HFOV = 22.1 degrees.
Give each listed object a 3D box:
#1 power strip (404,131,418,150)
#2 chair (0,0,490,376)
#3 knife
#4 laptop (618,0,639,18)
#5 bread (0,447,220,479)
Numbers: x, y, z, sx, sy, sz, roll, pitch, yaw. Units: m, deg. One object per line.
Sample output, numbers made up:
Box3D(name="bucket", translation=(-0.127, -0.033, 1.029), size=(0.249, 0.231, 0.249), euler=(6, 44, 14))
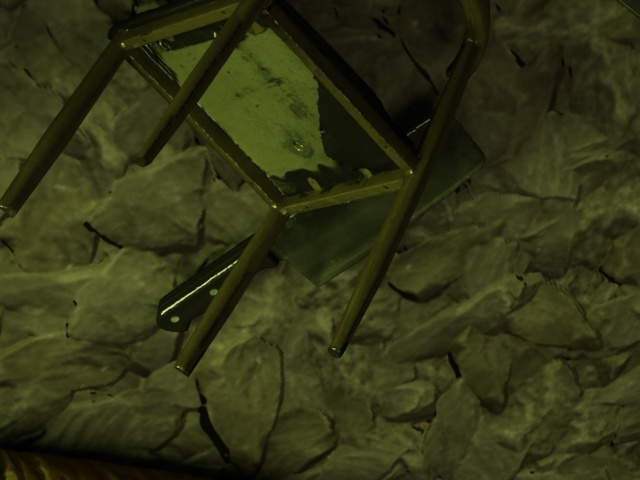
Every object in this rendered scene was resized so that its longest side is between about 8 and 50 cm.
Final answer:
Box3D(name="power strip", translation=(0.038, -0.067, 1.080), size=(0.083, 0.027, 0.017), euler=(20, 112, -29))
Box3D(name="chair", translation=(-0.029, -0.077, 0.965), size=(0.188, 0.166, 0.272), euler=(46, 57, -24))
Box3D(name="knife", translation=(0.000, 0.000, 1.098), size=(0.245, 0.019, 0.072), euler=(-33, 129, 13))
Box3D(name="laptop", translation=(0.199, -0.227, 1.042), size=(0.180, 0.016, 0.129), euler=(30, 108, -32))
Box3D(name="bread", translation=(-0.145, 0.228, 1.154), size=(0.288, 0.119, 0.152), euler=(14, 112, -26))
